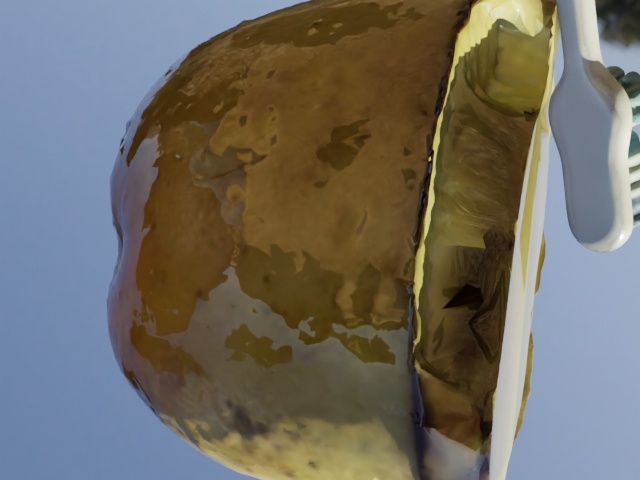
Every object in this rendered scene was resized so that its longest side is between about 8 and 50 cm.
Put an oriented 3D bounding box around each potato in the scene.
[{"bbox_3d":[0.000,0.000,0.855,0.242,0.285,0.242,5,164,2],"label":"potato"}]

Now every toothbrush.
[{"bbox_3d":[0.070,-0.185,0.541,0.040,0.386,0.040,-8,-167,2],"label":"toothbrush"}]
